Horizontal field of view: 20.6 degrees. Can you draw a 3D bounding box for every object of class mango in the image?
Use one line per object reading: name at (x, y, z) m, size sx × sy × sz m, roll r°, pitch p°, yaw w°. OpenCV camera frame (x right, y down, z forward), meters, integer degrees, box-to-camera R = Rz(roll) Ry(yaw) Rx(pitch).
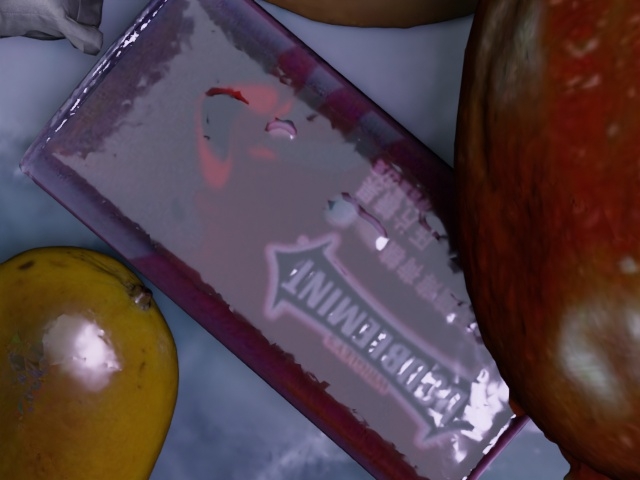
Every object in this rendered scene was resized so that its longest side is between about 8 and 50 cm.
mango at (-0.119, 0.079, 0.737) m, size 0.103 × 0.076 × 0.161 m, roll 24°, pitch 100°, yaw 5°

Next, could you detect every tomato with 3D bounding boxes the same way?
tomato at (0.188, -0.038, 0.574) m, size 0.303 × 0.303 × 0.239 m, roll -11°, pitch 78°, yaw 10°

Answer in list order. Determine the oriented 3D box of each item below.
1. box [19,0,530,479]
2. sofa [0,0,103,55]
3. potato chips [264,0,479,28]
box at (0.000, 0.000, 0.716) m, size 0.224 × 0.069 × 0.120 m, roll 42°, pitch 92°, yaw 5°
sofa at (-0.186, -0.193, 0.686) m, size 0.210 × 0.176 × 0.225 m, roll 6°, pitch 93°, yaw 9°
potato chips at (0.019, -0.184, 0.712) m, size 0.208 × 0.062 × 0.195 m, roll 43°, pitch 100°, yaw 4°
